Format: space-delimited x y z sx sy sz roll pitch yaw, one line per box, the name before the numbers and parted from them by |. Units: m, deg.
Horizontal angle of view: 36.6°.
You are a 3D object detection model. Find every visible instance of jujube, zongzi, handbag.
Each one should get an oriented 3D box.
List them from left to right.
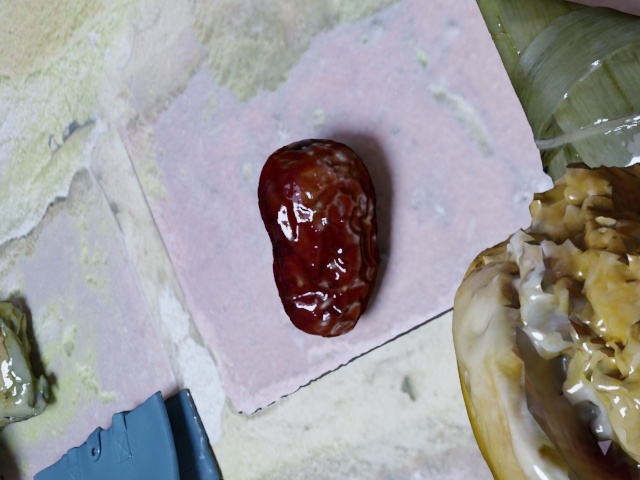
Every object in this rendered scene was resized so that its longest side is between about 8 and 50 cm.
handbag | -0.165 0.225 0.821 0.221 0.057 0.144 -37 65 40
jujube | 0.000 0.000 0.620 0.077 0.077 0.129 9 109 41
zongzi | 0.165 -0.089 0.461 0.160 0.078 0.176 -27 76 35

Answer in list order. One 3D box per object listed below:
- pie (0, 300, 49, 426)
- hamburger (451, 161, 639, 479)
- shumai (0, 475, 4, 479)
pie | -0.367 0.144 0.976 0.282 0.068 0.129 -21 83 37
hamburger | 0.181 0.075 0.354 0.211 0.260 0.245 -25 60 32
shumai | -0.474 0.303 0.923 0.292 0.329 0.289 -113 33 -44
